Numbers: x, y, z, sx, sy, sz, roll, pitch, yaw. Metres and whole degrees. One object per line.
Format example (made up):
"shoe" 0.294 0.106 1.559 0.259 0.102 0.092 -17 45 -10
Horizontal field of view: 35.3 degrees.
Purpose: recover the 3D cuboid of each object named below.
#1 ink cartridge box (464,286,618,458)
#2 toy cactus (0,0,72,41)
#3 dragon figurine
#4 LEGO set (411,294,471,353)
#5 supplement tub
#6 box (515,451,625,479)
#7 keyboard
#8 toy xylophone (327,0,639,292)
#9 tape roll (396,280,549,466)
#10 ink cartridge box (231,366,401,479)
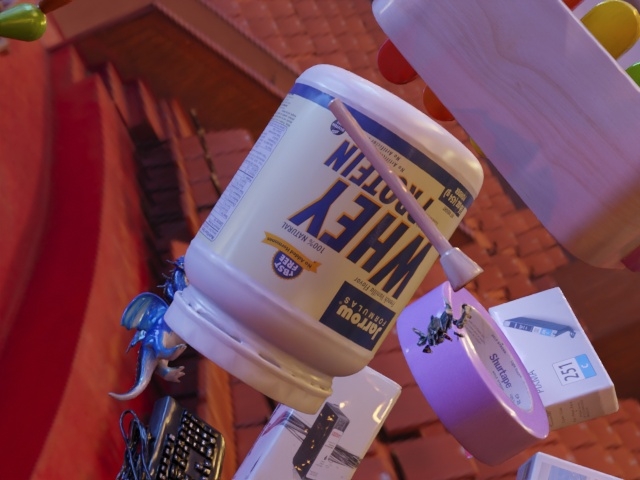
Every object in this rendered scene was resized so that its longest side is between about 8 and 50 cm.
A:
"ink cartridge box" 0.339 0.222 1.747 0.296 0.261 0.066 -102 171 -60
"toy cactus" -0.261 -0.155 0.697 0.112 0.219 0.180 50 10 -14
"dragon figurine" -0.253 0.138 1.542 0.144 0.289 0.085 29 -37 22
"LEGO set" 0.110 0.078 0.881 0.023 0.054 0.083 27 -3 -19
"supplement tub" 0.000 0.000 1.099 0.235 0.324 0.235 33 0 0
"box" 0.275 0.286 0.924 0.103 0.203 0.114 86 21 -69
"keyboard" -0.114 0.193 0.760 0.100 0.038 0.192 36 30 -21
"toy xylophone" 0.143 -0.107 0.769 0.081 0.236 0.322 -17 74 -57
"tape roll" 0.231 0.199 1.525 0.275 0.090 0.274 48 19 -22
"ink cartridge box" -0.025 0.287 1.331 0.114 0.272 0.197 34 -17 -2
